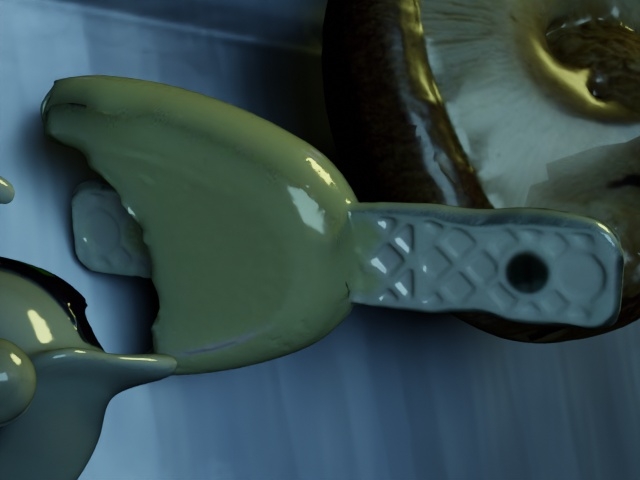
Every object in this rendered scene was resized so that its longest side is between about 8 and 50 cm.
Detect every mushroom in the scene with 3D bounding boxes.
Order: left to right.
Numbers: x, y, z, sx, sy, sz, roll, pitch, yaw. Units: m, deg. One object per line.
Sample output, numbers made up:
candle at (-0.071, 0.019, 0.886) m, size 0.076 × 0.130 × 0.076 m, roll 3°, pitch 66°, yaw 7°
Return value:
mushroom at (0.091, -0.068, 0.560) m, size 0.194 × 0.138 × 0.231 m, roll 23°, pitch 71°, yaw -1°

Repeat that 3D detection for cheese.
cheese at (0.000, 0.000, 0.476) m, size 0.050 × 0.235 × 0.127 m, roll -41°, pitch 132°, yaw -64°

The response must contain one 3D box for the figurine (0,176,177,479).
figurine at (-0.130, 0.048, 0.409) m, size 0.147 × 0.192 × 0.126 m, roll -16°, pitch 73°, yaw 9°
